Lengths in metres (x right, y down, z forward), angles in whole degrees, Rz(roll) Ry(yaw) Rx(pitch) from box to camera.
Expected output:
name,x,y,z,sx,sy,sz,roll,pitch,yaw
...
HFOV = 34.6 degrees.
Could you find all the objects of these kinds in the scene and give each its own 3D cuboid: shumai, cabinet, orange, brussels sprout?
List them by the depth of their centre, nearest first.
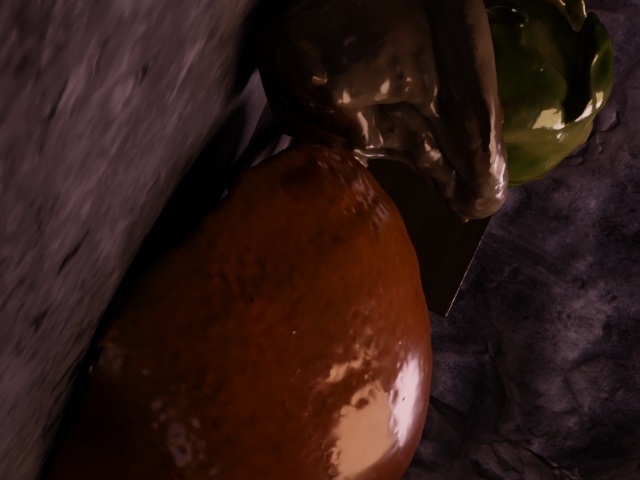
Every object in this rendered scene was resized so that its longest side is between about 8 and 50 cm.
name,x,y,z,sx,sy,sz,roll,pitch,yaw
shumai,0.030,-0.092,0.542,0.201,0.120,0.201,-15,90,-84
orange,-0.054,0.082,0.643,0.274,0.274,0.310,-59,150,-67
brussels sprout,0.171,-0.183,1.052,0.227,0.259,0.294,-39,147,24
cabinet,0.054,-0.006,1.155,0.148,0.215,0.175,-61,179,-20

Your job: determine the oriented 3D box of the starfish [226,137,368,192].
name,x,y,z,sx,sy,sz,roll,pitch,yaw
starfish,0.008,-0.078,0.782,0.301,0.084,0.293,-63,176,-2
